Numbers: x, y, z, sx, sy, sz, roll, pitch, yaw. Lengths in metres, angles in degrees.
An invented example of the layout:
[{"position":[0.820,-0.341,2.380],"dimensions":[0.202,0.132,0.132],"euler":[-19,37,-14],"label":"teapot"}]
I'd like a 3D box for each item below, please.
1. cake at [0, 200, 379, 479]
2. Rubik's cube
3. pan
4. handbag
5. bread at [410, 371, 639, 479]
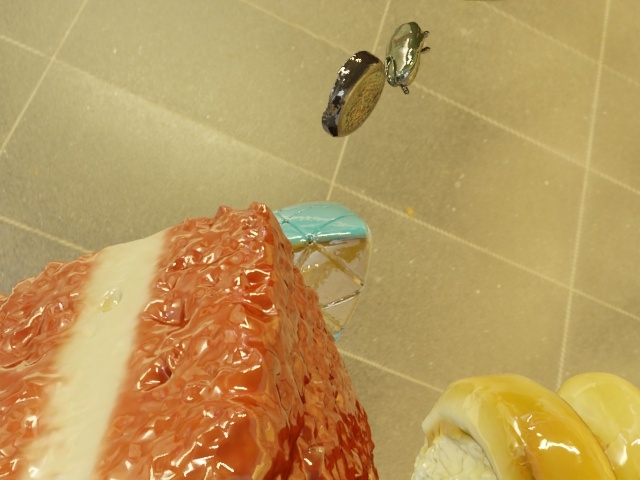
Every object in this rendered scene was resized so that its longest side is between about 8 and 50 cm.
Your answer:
[{"position":[-0.131,0.179,0.484],"dimensions":[0.319,0.270,0.270],"euler":[-18,30,8],"label":"cake"},{"position":[0.000,0.000,1.069],"dimensions":[0.254,0.254,0.255],"euler":[7,67,-18],"label":"Rubik's cube"},{"position":[0.059,-0.188,0.958],"dimensions":[0.040,0.115,0.212],"euler":[32,20,11],"label":"pan"},{"position":[0.119,-0.262,1.047],"dimensions":[0.047,0.072,0.111],"euler":[36,56,-40],"label":"handbag"},{"position":[0.211,0.340,0.684],"dimensions":[0.245,0.329,0.424],"euler":[7,69,-27],"label":"bread"}]
